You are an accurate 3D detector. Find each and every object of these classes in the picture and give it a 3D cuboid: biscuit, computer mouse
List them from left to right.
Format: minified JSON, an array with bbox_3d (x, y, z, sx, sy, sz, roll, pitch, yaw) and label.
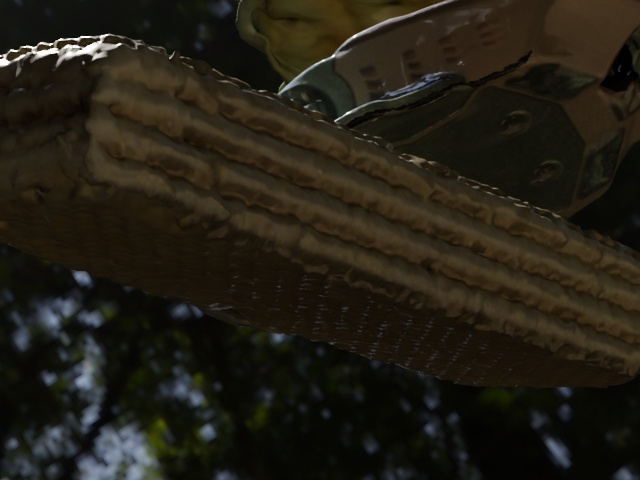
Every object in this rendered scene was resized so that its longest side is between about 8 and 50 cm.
[{"bbox_3d":[0.000,0.000,0.949,0.144,0.078,0.426,-6,-18,41],"label":"biscuit"},{"bbox_3d":[0.037,-0.179,1.602,0.329,0.078,0.335,25,-45,-26],"label":"biscuit"},{"bbox_3d":[0.079,-0.071,1.208,0.389,0.115,0.199,-30,-39,8],"label":"computer mouse"}]

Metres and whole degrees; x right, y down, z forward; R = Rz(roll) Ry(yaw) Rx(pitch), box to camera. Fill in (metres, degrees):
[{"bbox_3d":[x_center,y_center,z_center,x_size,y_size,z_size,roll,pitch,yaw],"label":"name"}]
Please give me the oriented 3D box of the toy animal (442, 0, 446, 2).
[{"bbox_3d":[0.193,-0.250,1.363,0.251,0.251,0.310,-44,-32,12],"label":"toy animal"}]
